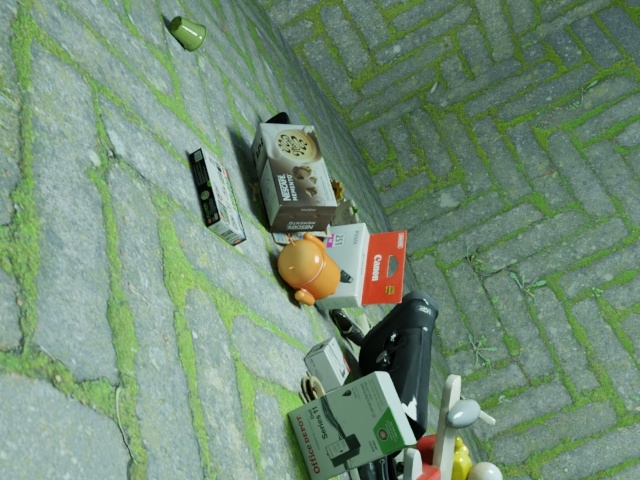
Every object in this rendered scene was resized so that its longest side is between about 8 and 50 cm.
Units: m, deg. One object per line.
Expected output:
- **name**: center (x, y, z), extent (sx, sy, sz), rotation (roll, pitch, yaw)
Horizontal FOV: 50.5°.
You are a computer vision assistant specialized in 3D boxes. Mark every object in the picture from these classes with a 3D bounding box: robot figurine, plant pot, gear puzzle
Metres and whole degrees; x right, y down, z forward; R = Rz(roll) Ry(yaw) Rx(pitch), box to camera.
- **robot figurine**: center (-0.031, 0.074, 1.760), extent (0.128, 0.158, 0.219), rotation (38, -4, 36)
- **plant pot**: center (-0.370, -0.574, 1.862), extent (0.079, 0.083, 0.083), rotation (26, 37, -49)
- **gear puzzle**: center (0.068, -0.035, 2.175), extent (0.044, 0.175, 0.338), rotation (7, 62, -49)

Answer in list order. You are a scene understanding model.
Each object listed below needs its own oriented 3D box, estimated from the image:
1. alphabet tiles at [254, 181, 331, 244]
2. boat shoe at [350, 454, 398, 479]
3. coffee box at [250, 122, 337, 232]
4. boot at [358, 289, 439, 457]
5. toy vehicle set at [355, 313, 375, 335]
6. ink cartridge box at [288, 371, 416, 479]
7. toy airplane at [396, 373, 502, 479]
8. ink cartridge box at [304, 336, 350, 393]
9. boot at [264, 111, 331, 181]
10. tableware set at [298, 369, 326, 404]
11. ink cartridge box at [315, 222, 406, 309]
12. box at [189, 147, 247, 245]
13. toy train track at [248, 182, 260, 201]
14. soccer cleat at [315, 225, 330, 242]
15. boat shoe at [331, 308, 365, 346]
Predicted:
- **alphabet tiles**: center (-0.070, -0.068, 1.940), extent (0.237, 0.009, 0.198), rotation (6, 53, -45)
- **boat shoe**: center (0.175, 0.620, 1.500), extent (0.127, 0.113, 0.340), rotation (37, 29, -63)
- **coffee box**: center (-0.078, -0.174, 1.874), extent (0.119, 0.168, 0.297), rotation (118, -35, -50)
- **boot**: center (0.176, 0.390, 1.765), extent (0.146, 0.367, 0.445), rotation (21, 38, -4)
- **toy vehicle set**: center (0.193, 0.387, 2.213), extent (0.166, 0.035, 0.266), rotation (49, 19, -47)
- **ink cartridge box**: center (0.060, 0.370, 1.344), extent (0.087, 0.208, 0.153), rotation (27, 37, -64)
- **toy airplane**: center (0.318, 0.584, 1.696), extent (0.386, 0.273, 0.384), rotation (85, 16, -45)
- **ink cartridge box**: center (0.019, 0.303, 1.653), extent (0.099, 0.056, 0.135), rotation (64, 12, -1)
- **boot**: center (-0.070, -0.229, 2.212), extent (0.284, 0.138, 0.377), rotation (54, 9, -34)
- **tableware set**: center (0.020, 0.386, 1.528), extent (0.194, 0.039, 0.128), rotation (61, 13, -9)
- **ink cartridge box**: center (0.116, 0.066, 1.935), extent (0.060, 0.239, 0.275), rotation (64, 27, -43)
- **box**: center (-0.230, -0.098, 1.523), extent (0.114, 0.036, 0.207), rotation (43, 23, -56)
- **toy train track**: center (-0.176, -0.133, 1.845), extent (0.048, 0.014, 0.083), rotation (48, 22, -28)
- **soccer cleat**: center (0.000, 0.000, 2.113), extent (0.116, 0.109, 0.318), rotation (13, 48, -57)
- **boat shoe**: center (0.081, 0.261, 2.001), extent (0.152, 0.056, 0.049), rotation (50, 21, -13)
